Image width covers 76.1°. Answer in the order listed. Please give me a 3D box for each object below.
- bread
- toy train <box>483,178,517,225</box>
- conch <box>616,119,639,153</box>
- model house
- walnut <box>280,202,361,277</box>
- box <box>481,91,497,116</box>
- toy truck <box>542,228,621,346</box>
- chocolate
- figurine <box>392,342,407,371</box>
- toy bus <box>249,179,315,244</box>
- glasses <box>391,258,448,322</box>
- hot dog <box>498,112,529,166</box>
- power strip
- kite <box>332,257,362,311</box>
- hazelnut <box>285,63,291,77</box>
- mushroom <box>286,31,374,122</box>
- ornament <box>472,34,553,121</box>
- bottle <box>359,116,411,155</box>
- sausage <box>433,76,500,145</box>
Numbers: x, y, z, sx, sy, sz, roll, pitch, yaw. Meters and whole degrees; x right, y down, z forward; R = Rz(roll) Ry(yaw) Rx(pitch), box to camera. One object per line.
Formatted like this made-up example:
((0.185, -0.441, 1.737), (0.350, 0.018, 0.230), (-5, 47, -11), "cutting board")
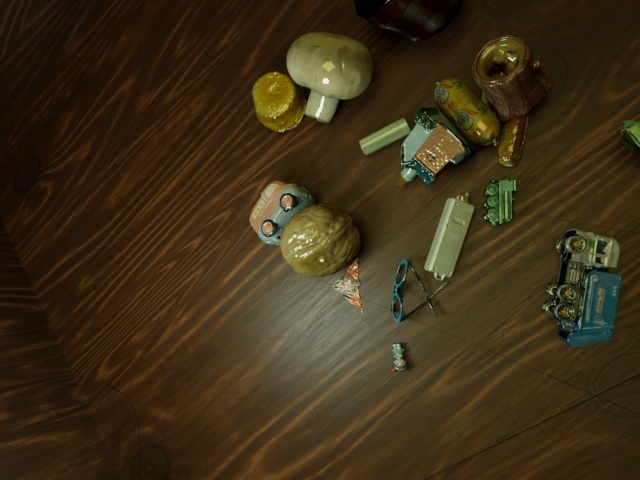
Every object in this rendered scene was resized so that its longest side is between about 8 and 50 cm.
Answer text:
((-0.186, -0.617, 1.813), (0.268, 0.146, 0.268), (-3, 82, 18), "bread")
((0.643, -0.136, 1.461), (0.111, 0.071, 0.170), (0, 85, 15), "toy train")
((1.023, -0.308, 1.266), (0.250, 0.143, 0.137), (13, 134, 4), "conch")
((0.396, -0.322, 1.544), (0.253, 0.184, 0.291), (49, 116, 13), "model house")
((0.000, -0.001, 1.610), (0.313, 0.252, 0.277), (-36, 71, 15), "walnut")
((0.651, -0.546, 1.524), (0.090, 0.024, 0.167), (7, 87, 24), "box")
((0.837, 0.152, 1.311), (0.175, 0.146, 0.367), (9, 90, 15), "toy truck")
((0.362, -0.943, 1.519), (0.383, 0.331, 0.384), (-28, 57, 56), "chocolate")
((0.295, 0.443, 1.552), (0.060, 0.047, 0.106), (-10, 78, 12), "figurine")
((-0.172, -0.128, 1.741), (0.232, 0.194, 0.288), (41, 101, 33), "toy bus")
((0.361, 0.193, 1.521), (0.207, 0.102, 0.239), (4, 85, 23), "glasses")
((0.699, -0.411, 1.468), (0.083, 0.068, 0.289), (11, 89, 30), "hot dog")
((0.477, -0.019, 1.501), (0.098, 0.058, 0.338), (18, 92, -9), "power strip")
((0.106, 0.184, 1.678), (0.125, 0.008, 0.222), (-6, 82, 22), "kite")
((-0.117, -0.771, 1.840), (0.086, 0.086, 0.086), (-3, 83, 22), "hazelnut")
((0.028, -0.671, 1.631), (0.353, 0.325, 0.353), (0, 93, -2), "mushroom")
((0.635, -0.549, 1.371), (0.221, 0.217, 0.235), (14, 88, 41), "ornament")
((0.259, -0.418, 1.646), (0.201, 0.072, 0.072), (-24, 76, 18), "bottle")
((0.534, -0.478, 1.503), (0.123, 0.123, 0.347), (-38, 67, 14), "sausage")
